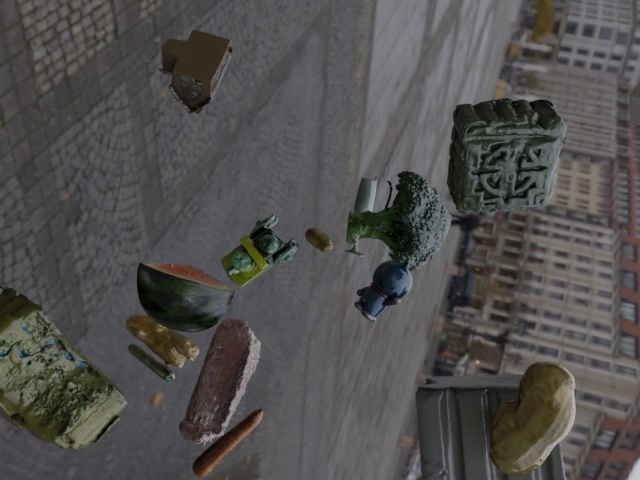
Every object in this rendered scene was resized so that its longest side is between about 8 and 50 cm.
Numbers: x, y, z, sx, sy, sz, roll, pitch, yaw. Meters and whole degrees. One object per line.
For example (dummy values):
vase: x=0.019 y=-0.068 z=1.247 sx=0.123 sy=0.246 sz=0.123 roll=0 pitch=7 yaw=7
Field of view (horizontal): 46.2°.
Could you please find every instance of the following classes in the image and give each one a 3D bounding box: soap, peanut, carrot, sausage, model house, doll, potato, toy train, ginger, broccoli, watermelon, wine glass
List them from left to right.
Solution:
sausage: x=-0.448 y=0.320 z=1.981 sx=0.033 sy=0.269 sz=0.032 roll=-11 pitch=108 yaw=-35
ginger: x=-0.400 y=0.260 z=1.919 sx=0.081 sy=0.205 sz=0.115 roll=-57 pitch=167 yaw=-21
watermelon: x=-0.276 y=0.125 z=1.472 sx=0.137 sy=0.193 sz=0.145 roll=-105 pitch=-145 yaw=-77
model house: x=-0.354 y=-0.432 z=2.062 sx=0.248 sy=0.176 sz=0.180 roll=109 pitch=-3 yaw=-58
carrot: x=-0.163 y=0.360 z=1.334 sx=0.190 sy=0.037 sz=0.037 roll=-44 pitch=180 yaw=21
toy train: x=-0.191 y=0.040 z=2.255 sx=0.237 sy=0.150 sz=0.369 roll=-36 pitch=178 yaw=-2
potato: x=0.000 y=0.000 z=1.864 sx=0.045 sy=0.092 sz=0.046 roll=-56 pitch=141 yaw=2
wine glass: x=0.134 y=-0.081 z=2.421 sx=0.074 sy=0.074 sz=0.262 roll=-26 pitch=128 yaw=-75
doll: x=0.142 y=0.104 z=1.636 sx=0.152 sy=0.114 sz=0.085 roll=-51 pitch=133 yaw=4
broccoli: x=0.223 y=-0.059 z=2.139 sx=0.297 sy=0.297 sz=0.297 roll=2 pitch=90 yaw=-87
soap: x=0.428 y=0.555 z=1.856 sx=0.213 sy=0.350 sz=0.435 roll=4 pitch=79 yaw=-72
peanut: x=0.462 y=0.388 z=1.633 sx=0.305 sy=0.147 sz=0.147 roll=-66 pitch=176 yaw=34

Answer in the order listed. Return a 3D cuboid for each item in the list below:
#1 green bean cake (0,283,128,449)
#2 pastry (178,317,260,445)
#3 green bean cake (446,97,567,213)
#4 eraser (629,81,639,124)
green bean cake: x=-0.568 y=0.268 z=1.491 sx=0.202 sy=0.285 sz=0.310 roll=-47 pitch=131 yaw=-22
pastry: x=-0.201 y=0.293 z=1.524 sx=0.112 sy=0.103 sz=0.265 roll=76 pitch=35 yaw=-59
green bean cake: x=0.421 y=-0.194 z=1.723 sx=0.132 sy=0.241 sz=0.255 roll=-93 pitch=-177 yaw=-51
eraser: x=0.968 y=-0.330 z=1.989 sx=0.081 sy=0.279 sz=0.124 roll=-52 pitch=145 yaw=-10
